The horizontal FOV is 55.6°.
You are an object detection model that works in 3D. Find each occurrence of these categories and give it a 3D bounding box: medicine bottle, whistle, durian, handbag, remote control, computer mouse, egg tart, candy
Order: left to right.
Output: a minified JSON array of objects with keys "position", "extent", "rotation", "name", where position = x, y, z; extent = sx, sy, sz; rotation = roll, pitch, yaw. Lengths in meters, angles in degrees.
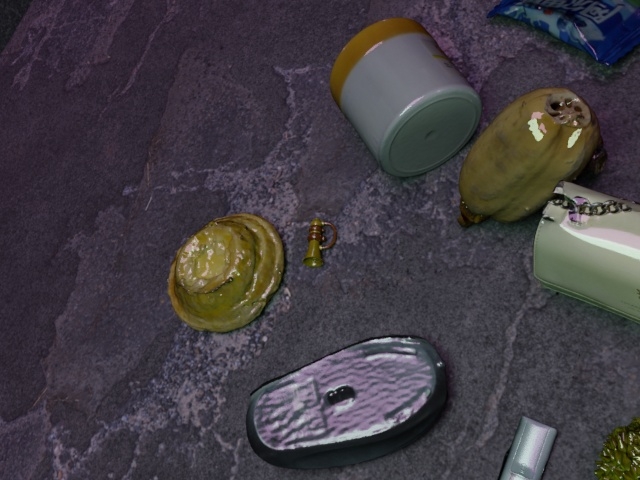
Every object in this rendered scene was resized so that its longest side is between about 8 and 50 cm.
[{"position":[-0.221,0.055,1.319],"extent":[0.290,0.115,0.290],"rotation":[-10,62,19],"name":"egg tart"},{"position":[-0.003,-0.001,1.290],"extent":[0.057,0.046,0.109],"rotation":[-10,57,36],"name":"whistle"},{"position":[0.048,0.291,1.093],"extent":[0.374,0.114,0.203],"rotation":[-18,58,7],"name":"computer mouse"},{"position":[0.170,-0.286,1.229],"extent":[0.238,0.238,0.231],"rotation":[-33,60,7],"name":"medicine bottle"},{"position":[0.325,0.373,0.982],"extent":[0.065,0.029,0.166],"rotation":[18,76,28],"name":"remote control"},{"position":[0.524,-0.473,1.254],"extent":[0.187,0.077,0.331],"rotation":[-43,55,-2],"name":"candy"},{"position":[0.522,0.049,0.922],"extent":[0.359,0.236,0.160],"rotation":[24,76,30],"name":"handbag"},{"position":[0.481,0.335,0.823],"extent":[0.200,0.237,0.176],"rotation":[33,111,8],"name":"durian"}]

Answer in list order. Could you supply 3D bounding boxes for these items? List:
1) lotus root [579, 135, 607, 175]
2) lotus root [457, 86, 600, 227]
[{"position":[0.440,-0.193,1.135],"extent":[0.120,0.120,0.209],"rotation":[-42,60,2],"name":"lotus root"},{"position":[0.341,-0.128,1.063],"extent":[0.169,0.342,0.151],"rotation":[17,59,-8],"name":"lotus root"}]
